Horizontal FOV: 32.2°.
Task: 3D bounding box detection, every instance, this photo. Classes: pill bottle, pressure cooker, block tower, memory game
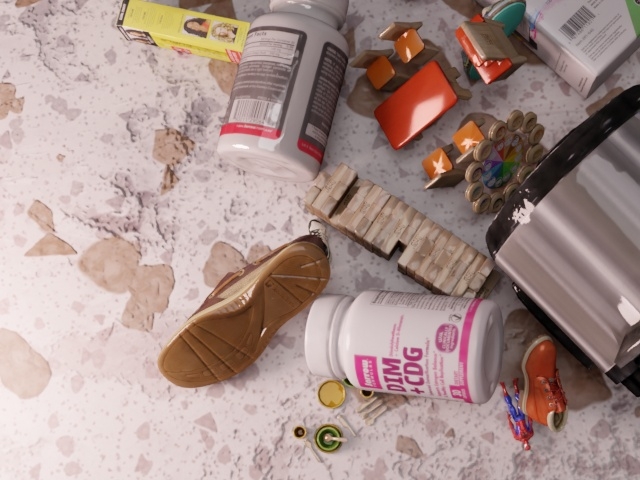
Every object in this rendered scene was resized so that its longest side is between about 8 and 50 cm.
[{"bbox_3d":[0.130,0.161,1.727,0.283,0.160,0.160,4,78,23],"label":"pill bottle"},{"bbox_3d":[0.500,0.028,1.637,0.370,0.375,0.420,-43,77,-5],"label":"pressure cooker"},{"bbox_3d":[0.135,-0.004,1.819,0.335,0.097,0.091,33,84,9],"label":"block tower"},{"bbox_3d":[0.300,-0.126,1.794,0.186,0.186,0.012,-50,51,-6],"label":"memory game"},{"bbox_3d":[-0.051,-0.270,1.847,0.176,0.176,0.318,13,80,7],"label":"pill bottle"}]

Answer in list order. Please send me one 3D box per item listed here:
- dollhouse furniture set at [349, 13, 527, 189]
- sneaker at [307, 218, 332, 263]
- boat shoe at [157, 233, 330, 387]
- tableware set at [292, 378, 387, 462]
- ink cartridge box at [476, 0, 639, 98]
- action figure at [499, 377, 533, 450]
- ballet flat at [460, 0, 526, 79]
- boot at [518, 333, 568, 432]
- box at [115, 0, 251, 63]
[{"bbox_3d":[0.189,-0.247,1.783,0.259,0.135,0.262,-39,73,35],"label":"dollhouse furniture set"},{"bbox_3d":[0.000,0.000,1.858,0.032,0.037,0.083,-20,76,2],"label":"sneaker"},{"bbox_3d":[-0.124,0.109,1.814,0.342,0.123,0.123,-42,108,15],"label":"boat shoe"},{"bbox_3d":[0.024,0.279,1.805,0.154,0.024,0.104,-37,78,-3],"label":"tableware set"},{"bbox_3d":[0.421,-0.413,1.867,0.201,0.117,0.278,-44,79,-5],"label":"ink cartridge box"},{"bbox_3d":[0.318,0.280,1.780,0.038,0.030,0.115,-14,80,-2],"label":"action figure"},{"bbox_3d":[0.281,-0.351,1.842,0.070,0.188,0.070,12,52,-15],"label":"ballet flat"},{"bbox_3d":[0.350,0.220,1.697,0.059,0.157,0.084,-18,34,-21],"label":"boot"},{"bbox_3d":[-0.231,-0.363,1.928,0.232,0.087,0.058,13,82,6],"label":"box"}]
